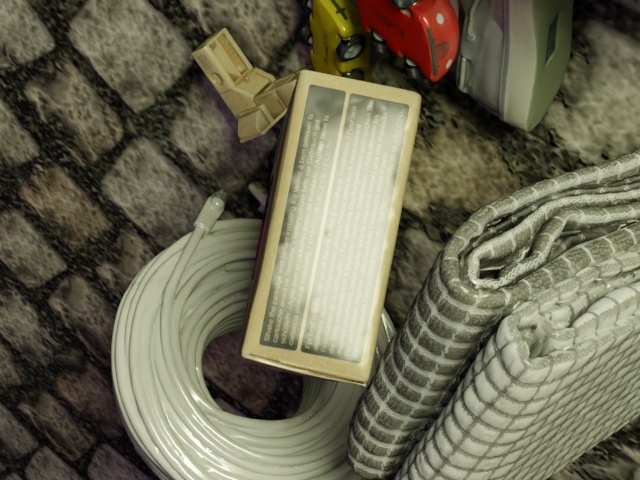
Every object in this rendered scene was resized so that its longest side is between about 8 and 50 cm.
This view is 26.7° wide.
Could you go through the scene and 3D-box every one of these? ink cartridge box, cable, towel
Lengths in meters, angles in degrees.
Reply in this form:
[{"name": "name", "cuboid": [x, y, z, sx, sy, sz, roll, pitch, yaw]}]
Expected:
[{"name": "ink cartridge box", "cuboid": [0.000, 0.000, 0.958, 0.088, 0.193, 0.235, 12, 174, -3]}, {"name": "cable", "cuboid": [-0.055, 0.109, 1.145, 0.257, 0.257, 0.089, 41, 149, 0]}, {"name": "towel", "cuboid": [0.161, 0.050, 0.886, 0.121, 0.283, 0.235, 50, 144, 22]}]

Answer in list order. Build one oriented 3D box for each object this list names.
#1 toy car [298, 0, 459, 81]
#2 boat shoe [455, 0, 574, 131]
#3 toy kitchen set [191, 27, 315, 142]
[{"name": "toy car", "cuboid": [0.013, -0.208, 0.900, 0.225, 0.053, 0.239, 65, 166, -8]}, {"name": "boat shoe", "cuboid": [0.115, -0.161, 0.855, 0.081, 0.079, 0.228, 26, 149, 21]}, {"name": "toy kitchen set", "cuboid": [-0.058, -0.127, 1.063, 0.083, 0.068, 0.075, -14, 117, 48]}]
